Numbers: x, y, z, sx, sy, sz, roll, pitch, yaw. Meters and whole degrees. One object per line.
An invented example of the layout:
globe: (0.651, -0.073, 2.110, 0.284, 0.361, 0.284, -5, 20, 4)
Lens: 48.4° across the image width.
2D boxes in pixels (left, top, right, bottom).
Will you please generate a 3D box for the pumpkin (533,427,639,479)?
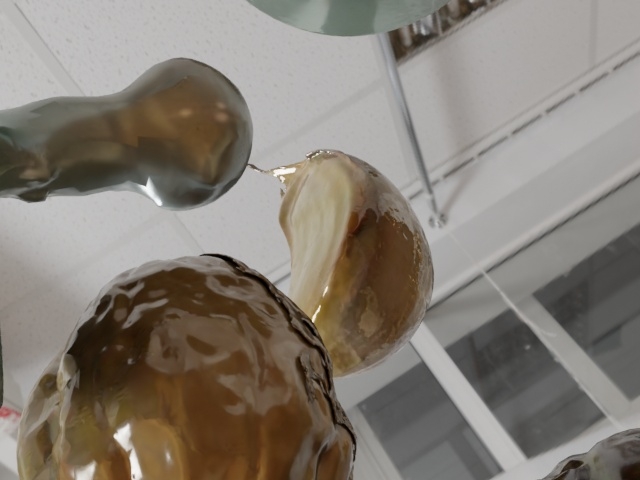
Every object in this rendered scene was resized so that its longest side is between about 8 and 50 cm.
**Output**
pumpkin: (0.187, 0.213, 0.329, 0.320, 0.192, 0.320, -7, -50, -9)

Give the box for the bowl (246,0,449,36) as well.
bowl: (0.027, -0.325, 0.568, 0.289, 0.289, 0.146, -32, 1, -3)

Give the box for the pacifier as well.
pacifier: (-0.168, -0.069, 0.414, 0.269, 0.343, 0.288, -11, -72, -31)

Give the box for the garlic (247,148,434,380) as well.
garlic: (0.011, -0.013, 0.794, 0.196, 0.338, 0.151, -18, -39, 8)

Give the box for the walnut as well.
walnut: (-0.078, 0.113, 0.434, 0.198, 0.245, 0.198, -10, -55, -15)
